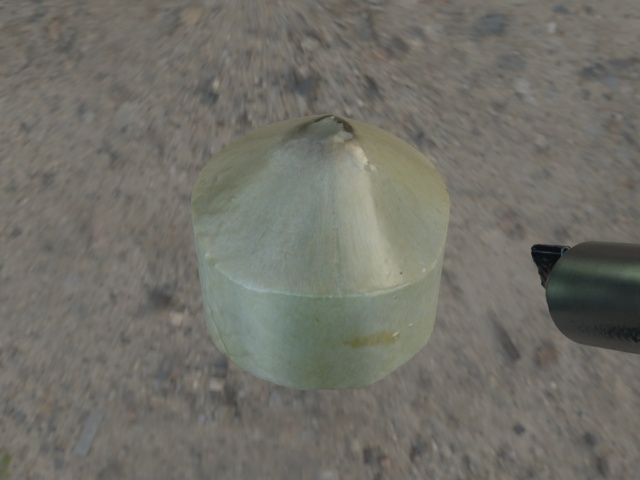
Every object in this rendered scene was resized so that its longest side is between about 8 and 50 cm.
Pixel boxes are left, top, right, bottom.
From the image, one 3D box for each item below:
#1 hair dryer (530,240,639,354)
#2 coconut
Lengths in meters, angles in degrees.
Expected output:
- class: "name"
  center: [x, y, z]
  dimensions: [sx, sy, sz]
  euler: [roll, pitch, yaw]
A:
- class: "hair dryer"
  center: [0.247, 0.114, 1.213]
  dimensions: [0.078, 0.195, 0.248]
  euler: [-31, 104, -21]
- class: "coconut"
  center: [0.000, 0.000, 1.346]
  dimensions: [0.202, 0.202, 0.222]
  euler: [-3, 133, -2]
